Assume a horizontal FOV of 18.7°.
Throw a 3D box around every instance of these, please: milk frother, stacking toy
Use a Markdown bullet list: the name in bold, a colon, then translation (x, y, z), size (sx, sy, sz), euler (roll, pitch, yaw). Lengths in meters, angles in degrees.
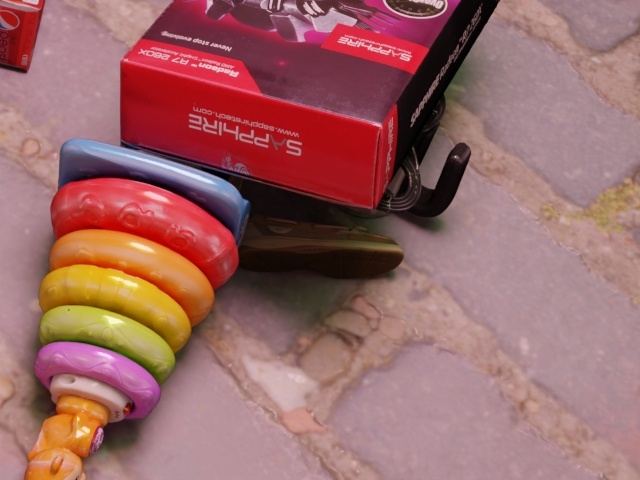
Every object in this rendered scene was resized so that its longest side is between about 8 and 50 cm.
- **milk frother**: translation (0.049, -0.064, 1.750), size (0.143, 0.135, 0.129), euler (-32, 69, -33)
- **stacking toy**: translation (-0.175, 0.083, 1.578), size (0.165, 0.175, 0.302), euler (17, 63, -1)

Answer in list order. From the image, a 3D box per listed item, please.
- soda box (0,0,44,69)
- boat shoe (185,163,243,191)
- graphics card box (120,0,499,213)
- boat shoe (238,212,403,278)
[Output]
- **soda box**: translation (-0.289, -0.291, 1.835), size (0.083, 0.092, 0.263), euler (12, 53, -8)
- **boat shoe**: translation (-0.088, -0.093, 1.767), size (0.068, 0.072, 0.190), euler (10, 52, -10)
- **graphics card box**: translation (0.005, -0.185, 1.689), size (0.232, 0.094, 0.371), euler (15, 39, 16)
- **boat shoe**: translation (-0.001, 0.001, 1.739), size (0.153, 0.056, 0.048), euler (1, 59, -8)
